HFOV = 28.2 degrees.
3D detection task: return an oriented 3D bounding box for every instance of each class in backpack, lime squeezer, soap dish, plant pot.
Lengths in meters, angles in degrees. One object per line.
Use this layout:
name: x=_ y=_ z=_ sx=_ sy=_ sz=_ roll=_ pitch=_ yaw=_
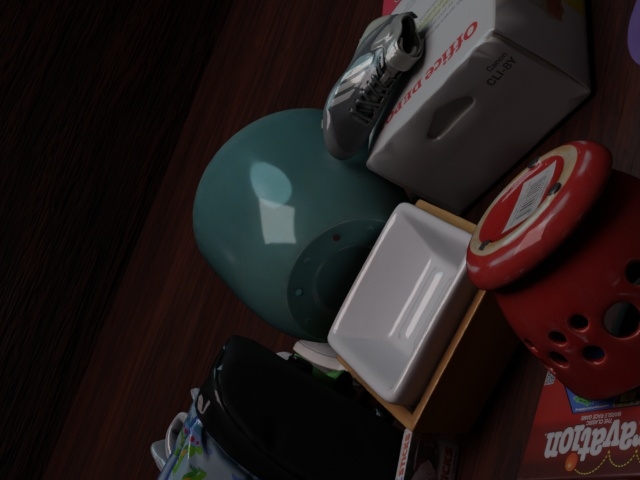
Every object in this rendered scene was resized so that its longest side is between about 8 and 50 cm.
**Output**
backpack: x=-0.084 y=0.338 z=1.464 sx=0.355 sy=0.290 sz=0.273 roll=-55 pitch=3 yaw=40
lime squeezer: x=0.000 y=0.176 z=1.635 sx=0.059 sy=0.110 sz=0.310 roll=-43 pitch=0 yaw=-8
soap dish: x=0.131 y=0.086 z=1.480 sx=0.229 sy=0.118 sz=0.291 roll=-62 pitch=19 yaw=3
plant pot: x=0.237 y=0.020 z=1.146 sx=0.191 sy=0.174 sz=0.191 roll=-47 pitch=11 yaw=12
plant pot: x=0.000 y=0.000 z=1.709 sx=0.293 sy=0.293 sz=0.235 roll=-58 pitch=32 yaw=13

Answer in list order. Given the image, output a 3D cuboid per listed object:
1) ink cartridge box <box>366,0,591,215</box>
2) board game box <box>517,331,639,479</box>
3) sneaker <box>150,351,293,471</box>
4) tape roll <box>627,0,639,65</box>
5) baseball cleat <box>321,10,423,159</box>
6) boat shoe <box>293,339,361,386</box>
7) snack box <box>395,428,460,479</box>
ink cartridge box: x=0.207 y=-0.266 z=1.688 sx=0.279 sy=0.160 sz=0.384 roll=-47 pitch=25 yaw=41
board game box: x=0.282 y=0.149 z=1.140 sx=0.281 sy=0.027 sz=0.145 roll=-24 pitch=43 yaw=62
sneaker: x=-0.106 y=0.248 z=1.738 sx=0.137 sy=0.210 sz=0.366 roll=-54 pitch=21 yaw=25
tape roll: x=0.400 y=-0.237 z=1.270 sx=0.189 sy=0.080 sz=0.189 roll=-51 pitch=23 yaw=31
baseball cleat: x=0.066 y=-0.201 z=1.610 sx=0.109 sy=0.072 sz=0.206 roll=-5 pitch=64 yaw=61
boat shoe: x=0.021 y=0.153 z=1.769 sx=0.063 sy=0.066 sz=0.184 roll=-56 pitch=17 yaw=-11
snack box: x=0.106 y=0.289 z=1.355 sx=0.022 sy=0.064 sz=0.178 roll=-38 pitch=31 yaw=50
